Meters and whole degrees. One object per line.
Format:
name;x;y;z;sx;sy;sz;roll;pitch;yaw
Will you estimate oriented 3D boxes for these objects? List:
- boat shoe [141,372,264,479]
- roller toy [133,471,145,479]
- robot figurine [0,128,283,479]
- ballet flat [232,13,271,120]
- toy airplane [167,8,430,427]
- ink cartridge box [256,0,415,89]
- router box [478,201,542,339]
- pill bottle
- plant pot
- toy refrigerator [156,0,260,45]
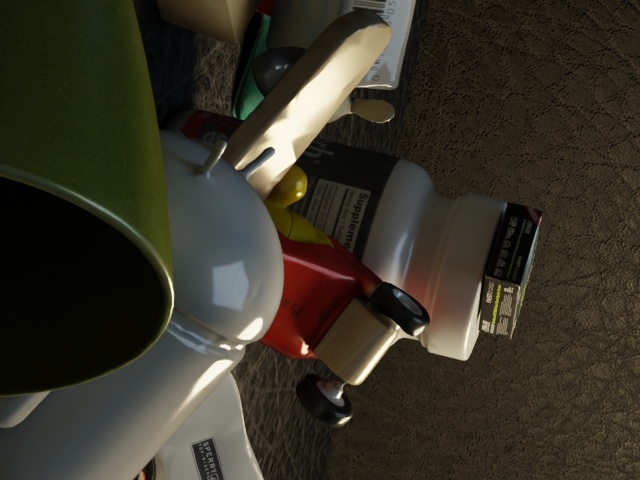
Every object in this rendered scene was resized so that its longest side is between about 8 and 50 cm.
boat shoe;-0.112;0.180;1.605;0.102;0.108;0.301;-116;-168;-48
roller toy;-0.237;0.244;1.607;0.209;0.146;0.191;80;16;-55
robot figurine;-0.167;0.059;1.376;0.353;0.200;0.300;-48;-178;10
ballet flat;-0.036;-0.250;2.214;0.083;0.087;0.247;-17;120;-78
toy airplane;-0.107;-0.008;1.702;0.272;0.386;0.384;-125;-157;-47
ink cartridge box;-0.013;-0.349;1.886;0.385;0.091;0.308;36;-61;56
router box;0.192;0.032;1.895;0.122;0.038;0.092;87;20;-61
pill bottle;0.000;0.000;1.957;0.210;0.363;0.210;14;90;-81
plant pot;-0.210;-0.101;1.054;0.275;0.274;0.293;86;5;-60
toy refrigerator;-0.112;-0.299;1.719;0.269;0.094;0.102;79;34;-67
